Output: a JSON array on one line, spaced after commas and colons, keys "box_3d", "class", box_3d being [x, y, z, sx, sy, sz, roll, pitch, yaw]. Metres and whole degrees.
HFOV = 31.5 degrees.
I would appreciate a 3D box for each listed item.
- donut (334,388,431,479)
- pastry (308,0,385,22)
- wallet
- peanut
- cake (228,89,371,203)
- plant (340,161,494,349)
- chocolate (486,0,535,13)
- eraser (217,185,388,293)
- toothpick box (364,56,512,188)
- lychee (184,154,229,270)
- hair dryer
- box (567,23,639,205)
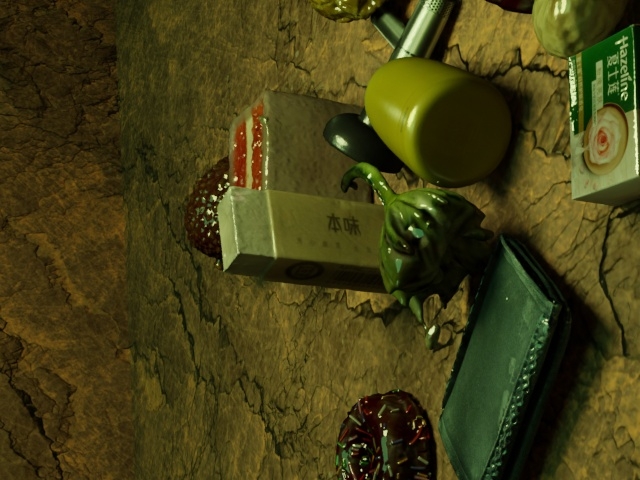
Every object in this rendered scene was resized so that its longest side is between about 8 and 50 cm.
[{"box_3d": [0.099, 0.357, 1.909, 0.230, 0.096, 0.216, 154, 120, -64], "class": "donut"}, {"box_3d": [0.064, -0.518, 2.112, 0.240, 0.132, 0.235, -52, 24, 36], "class": "pastry"}, {"box_3d": [0.260, 0.187, 1.616, 0.237, 0.075, 0.342, -117, 38, -62], "class": "wallet"}, {"box_3d": [0.343, -0.308, 1.502, 0.140, 0.109, 0.159, -50, 4, 3], "class": "peanut"}, {"box_3d": [-0.045, -0.116, 2.213, 0.237, 0.230, 0.309, 141, 129, -62], "class": "cake"}, {"box_3d": [0.099, -0.030, 1.732, 0.333, 0.180, 0.251, 40, 151, 28], "class": "plant"}, {"box_3d": [0.274, -0.383, 1.667, 0.125, 0.148, 0.080, -43, -28, -63], "class": "chocolate"}, {"box_3d": [0.000, 0.000, 1.920, 0.078, 0.343, 0.144, -52, 40, 48], "class": "eraser"}, {"box_3d": [0.172, -0.199, 1.795, 0.271, 0.175, 0.175, -130, 50, -64], "class": "toothpick box"}, {"box_3d": [-0.179, -0.061, 2.506, 0.236, 0.236, 0.271, 52, 128, 59], "class": "lychee"}, {"box_3d": [0.135, -0.304, 2.053, 0.284, 0.155, 0.320, -95, 30, -77], "class": "hair dryer"}, {"box_3d": [0.380, -0.152, 1.415, 0.135, 0.081, 0.199, 155, 117, -64], "class": "box"}]
